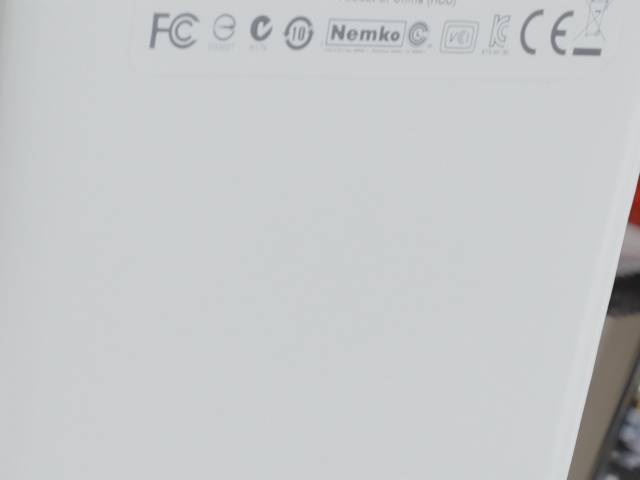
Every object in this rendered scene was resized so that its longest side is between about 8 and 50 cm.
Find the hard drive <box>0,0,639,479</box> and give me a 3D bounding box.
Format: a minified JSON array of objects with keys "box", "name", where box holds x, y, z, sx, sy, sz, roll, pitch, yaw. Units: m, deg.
[{"box":[0.000,0.000,0.422,0.210,0.040,0.319,-3,112,-34],"name":"hard drive"}]
